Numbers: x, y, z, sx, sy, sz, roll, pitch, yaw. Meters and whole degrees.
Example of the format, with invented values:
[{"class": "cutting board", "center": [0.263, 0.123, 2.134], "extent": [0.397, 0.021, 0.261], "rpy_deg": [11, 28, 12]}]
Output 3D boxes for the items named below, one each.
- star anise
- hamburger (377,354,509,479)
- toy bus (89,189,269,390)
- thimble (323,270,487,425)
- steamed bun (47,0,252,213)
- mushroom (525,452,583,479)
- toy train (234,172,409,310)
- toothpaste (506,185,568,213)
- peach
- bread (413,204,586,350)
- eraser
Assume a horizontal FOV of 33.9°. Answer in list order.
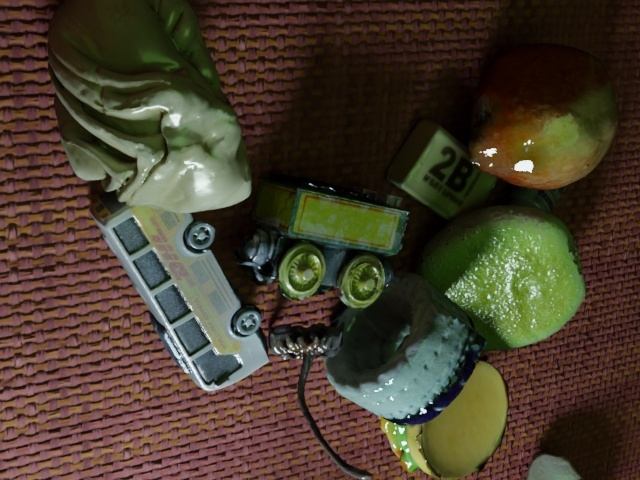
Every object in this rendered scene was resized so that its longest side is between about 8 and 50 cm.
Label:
[{"class": "star anise", "center": [0.005, 0.230, 1.554], "extent": [0.148, 0.218, 0.227], "rpy_deg": [7, 80, -41]}, {"class": "hamburger", "center": [0.197, 0.289, 1.782], "extent": [0.237, 0.149, 0.237], "rpy_deg": [-11, 108, -38]}, {"class": "toy bus", "center": [-0.189, 0.061, 1.475], "extent": [0.138, 0.097, 0.342], "rpy_deg": [-34, 123, -15]}, {"class": "thimble", "center": [0.130, 0.164, 1.639], "extent": [0.150, 0.237, 0.237], "rpy_deg": [34, 89, -35]}, {"class": "steamed bun", "center": [-0.225, -0.173, 1.263], "extent": [0.203, 0.276, 0.289], "rpy_deg": [-25, 133, -10]}, {"class": "mushroom", "center": [0.481, 0.557, 2.095], "extent": [0.128, 0.128, 0.350], "rpy_deg": [-29, 126, -20]}, {"class": "toy train", "center": [0.000, 0.000, 1.555], "extent": [0.261, 0.134, 0.177], "rpy_deg": [10, 95, -36]}, {"class": "toothpaste", "center": [0.406, -0.126, 1.808], "extent": [0.299, 0.073, 0.114], "rpy_deg": [-52, 128, -15]}, {"class": "peach", "center": [0.335, -0.182, 1.644], "extent": [0.256, 0.232, 0.232], "rpy_deg": [-29, 122, -10]}, {"class": "bread", "center": [0.293, 0.073, 1.738], "extent": [0.301, 0.045, 0.301], "rpy_deg": [1, 123, 1]}, {"class": "eraser", "center": [0.199, -0.104, 1.683], "extent": [0.172, 0.058, 0.117], "rpy_deg": [32, 90, -37]}]
